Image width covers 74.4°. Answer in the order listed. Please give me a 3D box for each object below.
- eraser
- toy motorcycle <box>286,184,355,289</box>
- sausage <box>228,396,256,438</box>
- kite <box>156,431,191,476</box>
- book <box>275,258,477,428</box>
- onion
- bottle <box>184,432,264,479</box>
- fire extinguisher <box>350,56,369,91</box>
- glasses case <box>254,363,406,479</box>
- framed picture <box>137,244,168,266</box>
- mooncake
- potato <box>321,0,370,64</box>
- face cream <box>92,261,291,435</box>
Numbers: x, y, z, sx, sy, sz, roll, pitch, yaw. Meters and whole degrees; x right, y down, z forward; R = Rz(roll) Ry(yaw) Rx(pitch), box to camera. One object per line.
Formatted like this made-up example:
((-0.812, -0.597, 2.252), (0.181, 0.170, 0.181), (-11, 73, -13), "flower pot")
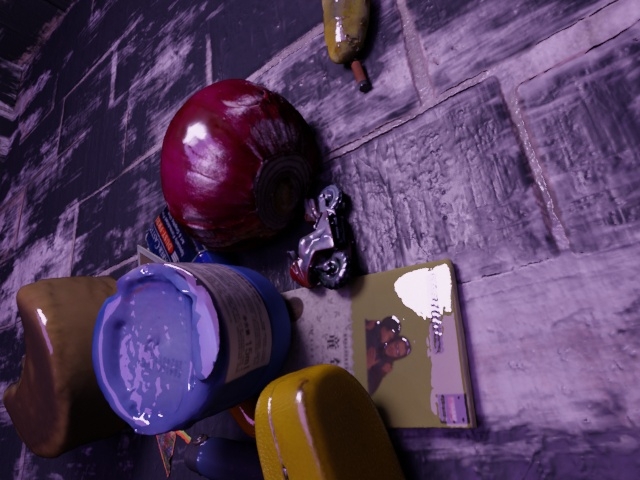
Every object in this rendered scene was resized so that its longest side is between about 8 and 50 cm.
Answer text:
((-0.291, 0.046, 0.955), (0.155, 0.101, 0.332), (-51, 51, 16), "eraser")
((0.000, 0.000, 0.758), (0.122, 0.082, 0.213), (-23, 51, 27), "toy motorcycle")
((-0.153, 0.301, 0.799), (0.183, 0.054, 0.062), (50, 137, 34), "sausage")
((-0.333, 0.415, 0.935), (0.159, 0.010, 0.190), (-3, 75, 37), "kite")
((0.058, 0.175, 0.683), (0.352, 0.035, 0.239), (-16, 65, 35), "book")
((-0.174, -0.145, 0.816), (0.282, 0.260, 0.337), (41, 97, 33), "onion")
((-0.148, 0.395, 0.752), (0.244, 0.072, 0.082), (-12, 99, 36), "bottle")
((0.079, -0.331, 0.833), (0.028, 0.022, 0.083), (-11, 63, -5), "fire extinguisher")
((0.029, 0.353, 0.548), (0.141, 0.173, 0.372), (-30, 72, 32), "glasses case")
((-0.368, 0.171, 0.954), (0.232, 0.019, 0.297), (16, 107, 50), "framed picture")
((-0.588, 0.287, 1.003), (0.393, 0.246, 0.394), (-12, 84, 39), "mooncake")
((0.048, -0.449, 0.854), (0.105, 0.085, 0.188), (-5, 78, 39), "potato")
((-0.202, 0.158, 0.688), (0.248, 0.225, 0.249), (-3, 82, 20), "face cream")
